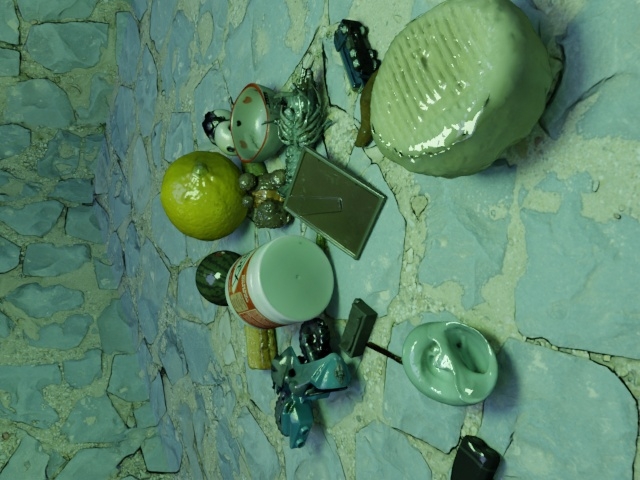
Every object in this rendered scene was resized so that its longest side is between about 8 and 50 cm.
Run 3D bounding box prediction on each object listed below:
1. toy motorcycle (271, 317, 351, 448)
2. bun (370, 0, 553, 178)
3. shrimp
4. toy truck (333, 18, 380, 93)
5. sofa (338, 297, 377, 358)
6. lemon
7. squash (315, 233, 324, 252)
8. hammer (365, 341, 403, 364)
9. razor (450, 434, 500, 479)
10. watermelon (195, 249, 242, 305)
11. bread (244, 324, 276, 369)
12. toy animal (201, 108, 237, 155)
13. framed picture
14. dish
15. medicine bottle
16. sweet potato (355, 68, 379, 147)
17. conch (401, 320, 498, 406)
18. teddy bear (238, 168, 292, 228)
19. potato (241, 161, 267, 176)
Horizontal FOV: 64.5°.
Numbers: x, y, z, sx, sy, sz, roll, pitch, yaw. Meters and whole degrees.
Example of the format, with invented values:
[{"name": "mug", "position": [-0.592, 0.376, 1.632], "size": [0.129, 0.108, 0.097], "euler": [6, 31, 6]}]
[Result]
[{"name": "toy motorcycle", "position": [-0.037, 0.436, 1.481], "size": [0.232, 0.172, 0.416], "euler": [43, 120, 48]}, {"name": "bun", "position": [0.273, -0.285, 1.008], "size": [0.360, 0.211, 0.359], "euler": [-8, 79, 44]}, {"name": "shrimp", "position": [-0.069, -0.319, 1.500], "size": [0.221, 0.166, 0.410], "euler": [13, 121, 18]}, {"name": "toy truck", "position": [0.097, -0.479, 1.335], "size": [0.088, 0.074, 0.201], "euler": [-42, 60, 56]}, {"name": "sofa", "position": [0.091, 0.241, 1.395], "size": [0.085, 0.060, 0.147], "euler": [41, 124, 44]}, {"name": "lemon", "position": [-0.407, -0.158, 1.804], "size": [0.336, 0.336, 0.336], "euler": [5, 97, 52]}, {"name": "squash", "position": [0.000, 0.000, 1.523], "size": [0.027, 0.027, 0.083], "euler": [7, 98, 52]}, {"name": "hammer", "position": [0.179, 0.293, 1.320], "size": [0.178, 0.021, 0.065], "euler": [17, 105, 54]}, {"name": "razor", "position": [0.330, 0.506, 1.106], "size": [0.090, 0.054, 0.148], "euler": [34, 118, 51]}, {"name": "watermelon", "position": [-0.351, 0.136, 1.849], "size": [0.212, 0.212, 0.212], "euler": [5, 97, 52]}, {"name": "bread", "position": [-0.208, 0.347, 1.773], "size": [0.114, 0.083, 0.211], "euler": [-11, 83, 47]}, {"name": "toy animal", "position": [-0.322, -0.387, 1.831], "size": [0.179, 0.166, 0.138], "euler": [38, 123, 31]}, {"name": "framed picture", "position": [0.029, -0.106, 1.414], "size": [0.289, 0.016, 0.213], "euler": [35, 122, 24]}, {"name": "dish", "position": [-0.190, -0.380, 1.670], "size": [0.256, 0.117, 0.256], "euler": [5, 97, 51]}, {"name": "medicine bottle", "position": [-0.126, 0.129, 1.506], "size": [0.241, 0.253, 0.252], "euler": [-23, 74, 53]}, {"name": "sweet potato", "position": [0.159, -0.362, 1.248], "size": [0.108, 0.079, 0.346], "euler": [56, 139, 9]}, {"name": "conch", "position": [0.283, 0.261, 1.096], "size": [0.221, 0.121, 0.184], "euler": [30, 112, 40]}, {"name": "teddy bear", "position": [-0.165, -0.131, 1.652], "size": [0.140, 0.177, 0.190], "euler": [40, -140, -79]}, {"name": "potato", "position": [-0.241, -0.238, 1.803], "size": [0.119, 0.054, 0.197], "euler": [-39, 62, 49]}]
